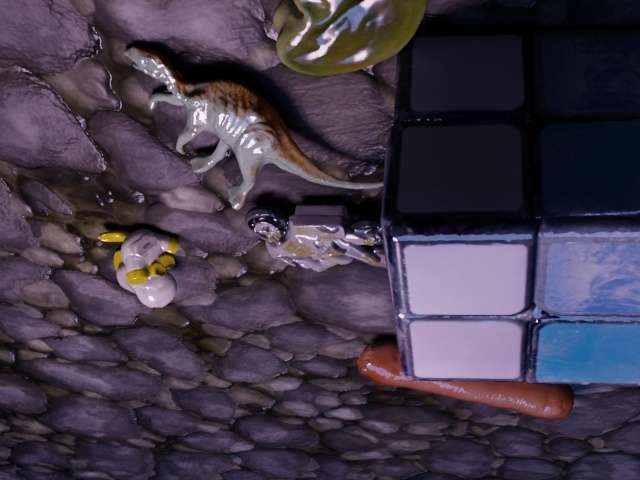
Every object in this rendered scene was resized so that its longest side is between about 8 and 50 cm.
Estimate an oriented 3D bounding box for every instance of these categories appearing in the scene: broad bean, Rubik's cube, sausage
[{"bbox_3d":[0.035,-0.257,1.130,0.153,0.072,0.207,23,144,-35],"label":"broad bean"},{"bbox_3d":[0.243,-0.037,1.193,0.318,0.313,0.316,1,142,8],"label":"Rubik's cube"},{"bbox_3d":[0.272,0.255,1.882,0.419,0.094,0.094,13,118,-10],"label":"sausage"}]

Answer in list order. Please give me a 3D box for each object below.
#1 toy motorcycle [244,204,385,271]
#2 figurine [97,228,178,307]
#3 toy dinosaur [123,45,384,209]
[{"bbox_3d":[0.000,0.000,1.544,0.225,0.073,0.152,5,149,6],"label":"toy motorcycle"},{"bbox_3d":[-0.295,0.046,1.674,0.130,0.109,0.178,29,151,15],"label":"figurine"},{"bbox_3d":[-0.091,-0.123,1.354,0.393,0.092,0.205,22,140,-8],"label":"toy dinosaur"}]
